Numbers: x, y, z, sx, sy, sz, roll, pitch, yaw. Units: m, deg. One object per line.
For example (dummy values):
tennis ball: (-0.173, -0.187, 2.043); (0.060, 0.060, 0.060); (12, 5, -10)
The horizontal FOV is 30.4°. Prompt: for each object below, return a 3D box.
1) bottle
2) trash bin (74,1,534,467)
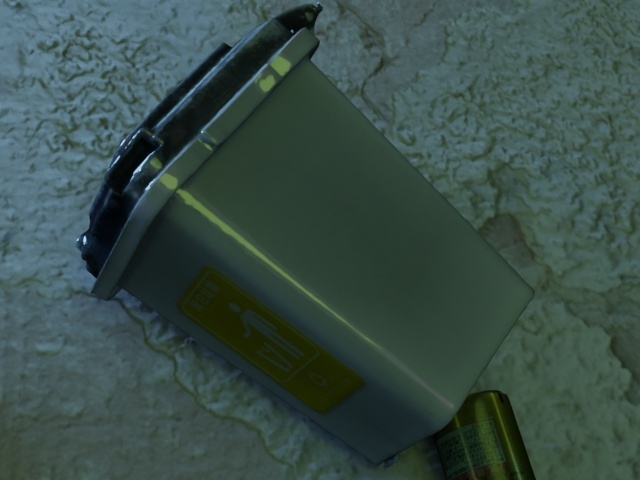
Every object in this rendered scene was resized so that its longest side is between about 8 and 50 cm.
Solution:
bottle: (0.176, 0.284, 1.078); (0.082, 0.082, 0.286); (-7, 65, -20)
trash bin: (0.000, 0.000, 1.091); (0.367, 0.256, 0.296); (40, 58, -1)
